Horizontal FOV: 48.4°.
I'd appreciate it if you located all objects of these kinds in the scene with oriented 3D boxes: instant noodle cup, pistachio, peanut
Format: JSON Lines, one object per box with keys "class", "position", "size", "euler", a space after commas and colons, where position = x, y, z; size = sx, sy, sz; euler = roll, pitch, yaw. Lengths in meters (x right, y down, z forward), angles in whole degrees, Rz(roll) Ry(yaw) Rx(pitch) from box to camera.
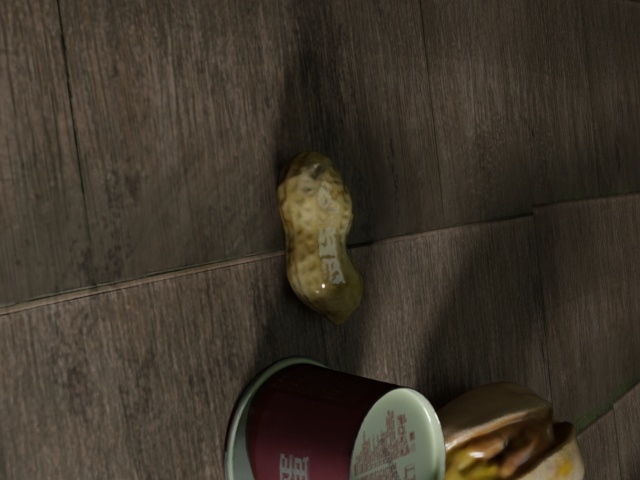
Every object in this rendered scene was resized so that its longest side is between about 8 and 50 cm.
{"class": "instant noodle cup", "position": [0.027, 0.259, 0.856], "size": [0.235, 0.178, 0.235], "euler": [7, 80, -45]}
{"class": "pistachio", "position": [0.283, 0.339, 1.110], "size": [0.309, 0.230, 0.230], "euler": [-10, 94, -43]}
{"class": "peanut", "position": [0.000, 0.000, 0.909], "size": [0.103, 0.098, 0.229], "euler": [-10, 98, -20]}
